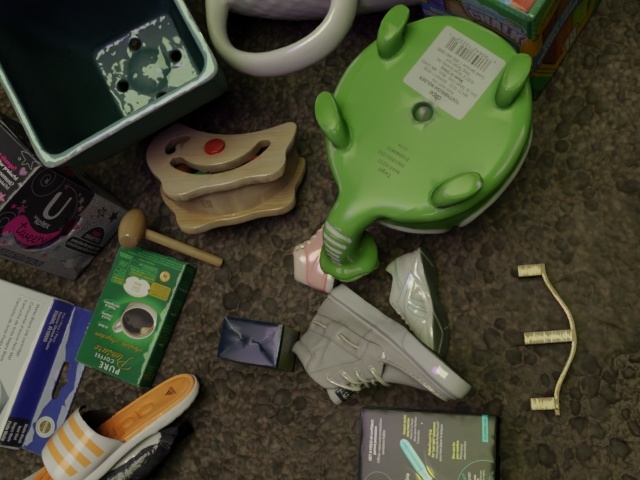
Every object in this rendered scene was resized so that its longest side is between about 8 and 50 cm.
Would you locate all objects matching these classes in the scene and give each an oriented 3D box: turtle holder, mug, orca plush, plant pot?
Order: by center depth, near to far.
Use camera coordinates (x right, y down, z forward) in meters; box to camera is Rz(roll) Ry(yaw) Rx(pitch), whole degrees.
[{"bbox_3d":[0.131,-0.099,1.027,0.243,0.227,0.321,7,80,15],"label":"turtle holder"},{"bbox_3d":[-0.040,-0.390,1.113,0.327,0.276,0.374,-2,71,24],"label":"mug"},{"bbox_3d":[-0.267,-0.248,1.121,0.247,0.252,0.248,-28,87,5],"label":"plant pot"},{"bbox_3d":[-0.293,0.336,1.130,0.287,0.102,0.151,-31,26,-4],"label":"orca plush"}]

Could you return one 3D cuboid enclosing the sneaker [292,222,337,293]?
[{"bbox_3d":[0.000,0.000,1.130,0.070,0.051,0.135,13,85,12],"label":"sneaker"}]

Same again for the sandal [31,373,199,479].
[{"bbox_3d":[-0.284,0.239,1.088,0.265,0.076,0.102,-37,26,-18],"label":"sandal"}]

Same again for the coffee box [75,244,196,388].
[{"bbox_3d":[-0.260,0.104,1.180,0.113,0.040,0.184,16,81,18],"label":"coffee box"}]

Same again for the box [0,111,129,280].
[{"bbox_3d":[-0.402,-0.063,1.148,0.163,0.247,0.142,41,91,19],"label":"box"}]

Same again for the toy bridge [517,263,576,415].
[{"bbox_3d":[0.284,0.121,1.040,0.063,0.026,0.188,-6,76,12],"label":"toy bridge"}]

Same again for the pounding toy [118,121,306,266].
[{"bbox_3d":[-0.149,-0.070,1.179,0.269,0.155,0.154,-12,45,2],"label":"pounding toy"}]

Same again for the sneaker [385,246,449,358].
[{"bbox_3d":[0.126,0.088,1.082,0.061,0.053,0.152,-19,70,27],"label":"sneaker"}]

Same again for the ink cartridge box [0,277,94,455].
[{"bbox_3d":[-0.453,0.176,1.212,0.223,0.045,0.224,15,81,17],"label":"ink cartridge box"}]

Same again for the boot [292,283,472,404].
[{"bbox_3d":[0.065,0.156,1.016,0.123,0.095,0.258,-53,36,-3],"label":"boot"}]

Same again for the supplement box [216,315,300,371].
[{"bbox_3d":[-0.080,0.137,1.102,0.083,0.083,0.056,7,79,16],"label":"supplement box"}]

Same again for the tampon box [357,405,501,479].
[{"bbox_3d":[0.132,0.265,1.005,0.160,0.101,0.121,1,77,16],"label":"tampon box"}]

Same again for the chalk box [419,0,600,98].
[{"bbox_3d":[0.234,-0.337,1.023,0.179,0.289,0.180,33,87,19],"label":"chalk box"}]
